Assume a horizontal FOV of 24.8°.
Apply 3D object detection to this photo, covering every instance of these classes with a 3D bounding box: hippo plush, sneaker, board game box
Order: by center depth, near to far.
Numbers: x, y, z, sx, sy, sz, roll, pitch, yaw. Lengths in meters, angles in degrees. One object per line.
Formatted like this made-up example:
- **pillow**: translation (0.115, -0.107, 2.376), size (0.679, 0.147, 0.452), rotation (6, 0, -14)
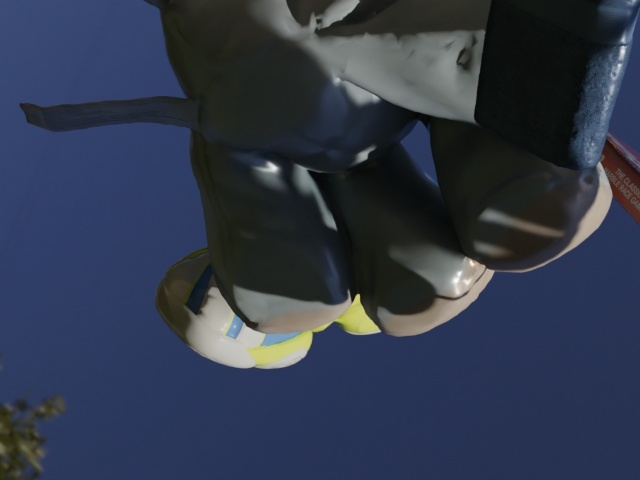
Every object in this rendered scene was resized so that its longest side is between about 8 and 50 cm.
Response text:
- **hippo plush**: translation (0.007, -0.102, 0.785), size (0.294, 0.234, 0.236), rotation (11, -141, -5)
- **sneaker**: translation (0.000, 0.000, 0.888), size (0.091, 0.240, 0.126), rotation (41, -66, 20)
- **board game box**: translation (0.260, -0.005, 1.028), size (0.027, 0.145, 0.281), rotation (-50, -146, 15)

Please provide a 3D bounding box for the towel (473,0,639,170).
- **towel**: translation (0.098, -0.091, 0.577), size (0.029, 0.119, 0.067), rotation (-16, -142, -35)
